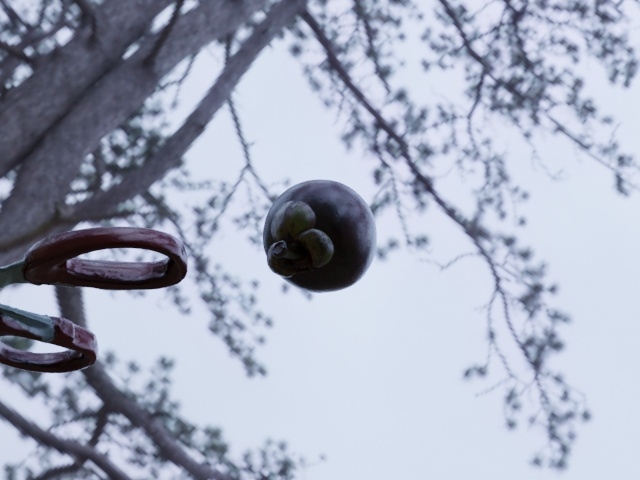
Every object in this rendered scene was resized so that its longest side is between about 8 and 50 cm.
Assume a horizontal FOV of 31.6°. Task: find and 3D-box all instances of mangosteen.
[{"bbox_3d":[0.000,-0.001,0.772,0.081,0.081,0.081,26,-37,21],"label":"mangosteen"}]

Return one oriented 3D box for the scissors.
[{"bbox_3d":[-0.199,0.018,0.548,0.248,0.017,0.144,13,-39,-36],"label":"scissors"}]
